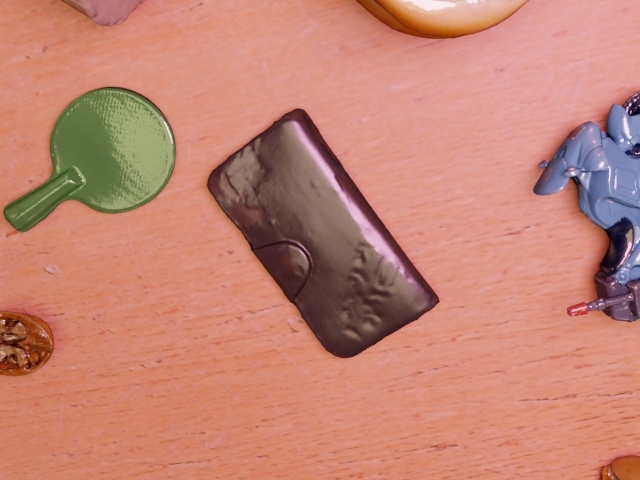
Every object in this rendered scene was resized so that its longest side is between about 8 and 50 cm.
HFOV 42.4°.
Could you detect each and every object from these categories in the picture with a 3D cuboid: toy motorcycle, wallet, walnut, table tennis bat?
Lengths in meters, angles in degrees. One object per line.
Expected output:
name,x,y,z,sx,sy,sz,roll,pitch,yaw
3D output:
toy motorcycle,0.346,-0.028,0.953,0.182,0.123,0.272,-13,101,1
wallet,0.000,0.000,1.049,0.165,0.042,0.309,-34,96,13
walnut,-0.417,0.136,1.136,0.121,0.052,0.091,4,103,5
table tennis bat,-0.306,-0.092,1.076,0.257,0.039,0.160,-33,97,9

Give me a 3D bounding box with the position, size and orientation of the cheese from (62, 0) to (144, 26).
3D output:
cheese,-0.220,-0.409,0.862,0.153,0.292,0.332,29,94,1

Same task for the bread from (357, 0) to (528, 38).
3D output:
bread,0.082,-0.338,0.841,0.211,0.270,0.316,-39,103,0

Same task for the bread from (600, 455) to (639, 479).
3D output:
bread,0.445,0.350,1.052,0.189,0.077,0.114,31,110,-3
